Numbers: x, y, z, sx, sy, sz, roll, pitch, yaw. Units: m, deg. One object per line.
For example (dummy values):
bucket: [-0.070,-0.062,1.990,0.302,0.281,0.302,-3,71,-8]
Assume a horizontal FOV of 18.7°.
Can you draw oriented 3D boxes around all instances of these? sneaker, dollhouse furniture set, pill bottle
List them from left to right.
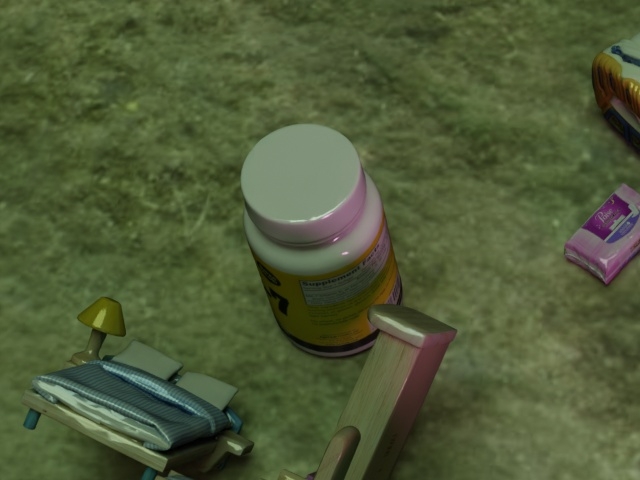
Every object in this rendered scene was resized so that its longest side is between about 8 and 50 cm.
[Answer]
dollhouse furniture set: [-0.088,0.100,1.513,0.303,0.286,0.198,24,95,13]
pill bottle: [0.000,0.000,1.639,0.119,0.208,0.119,-5,57,8]
sneaker: [0.367,-0.091,1.688,0.131,0.112,0.296,-29,59,-13]

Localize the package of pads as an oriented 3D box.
package of pads: [0.257,-0.006,1.700,0.050,0.032,0.083,36,71,27]
